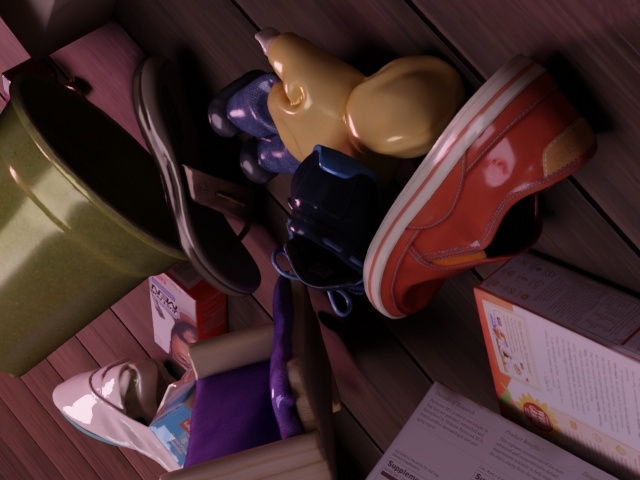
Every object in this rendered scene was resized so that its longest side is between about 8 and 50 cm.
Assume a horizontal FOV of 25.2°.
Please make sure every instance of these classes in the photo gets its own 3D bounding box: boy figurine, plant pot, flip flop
[{"bbox_3d":[0.009,-0.112,1.229,0.285,0.092,0.177,-3,127,57],"label":"boy figurine"},{"bbox_3d":[-0.306,0.003,1.555,0.276,0.254,0.276,42,-168,-11],"label":"plant pot"},{"bbox_3d":[-0.114,-0.065,1.487,0.080,0.112,0.277,-14,108,14],"label":"flip flop"}]

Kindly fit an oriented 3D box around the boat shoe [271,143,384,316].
[{"bbox_3d":[0.000,0.000,1.237,0.109,0.089,0.258,23,164,20],"label":"boat shoe"}]

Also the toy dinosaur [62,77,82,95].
[{"bbox_3d":[-0.339,-0.119,1.775,0.112,0.064,0.211,45,118,-4],"label":"toy dinosaur"}]

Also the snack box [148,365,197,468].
[{"bbox_3d":[-0.064,0.296,1.688,0.322,0.060,0.187,54,-165,-7],"label":"snack box"}]

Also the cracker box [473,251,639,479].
[{"bbox_3d":[0.239,0.118,1.152,0.232,0.067,0.155,27,143,44],"label":"cracker box"}]

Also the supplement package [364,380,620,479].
[{"bbox_3d":[0.194,0.271,1.240,0.262,0.145,0.204,26,165,44],"label":"supplement package"}]

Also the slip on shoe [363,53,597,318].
[{"bbox_3d":[0.120,-0.016,1.147,0.101,0.123,0.331,43,147,9],"label":"slip on shoe"}]

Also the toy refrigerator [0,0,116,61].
[{"bbox_3d":[-0.254,-0.297,1.434,0.094,0.102,0.269,52,153,6],"label":"toy refrigerator"}]

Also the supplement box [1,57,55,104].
[{"bbox_3d":[-0.360,-0.179,1.778,0.043,0.055,0.083,42,149,26],"label":"supplement box"}]

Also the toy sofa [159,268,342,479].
[{"bbox_3d":[-0.066,0.166,1.402,0.362,0.150,0.177,-94,-13,-74],"label":"toy sofa"}]

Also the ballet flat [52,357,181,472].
[{"bbox_3d":[-0.215,0.234,1.954,0.400,0.139,0.139,25,140,37],"label":"ballet flat"}]

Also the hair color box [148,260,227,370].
[{"bbox_3d":[-0.163,0.088,1.764,0.093,0.053,0.167,38,149,27],"label":"hair color box"}]
